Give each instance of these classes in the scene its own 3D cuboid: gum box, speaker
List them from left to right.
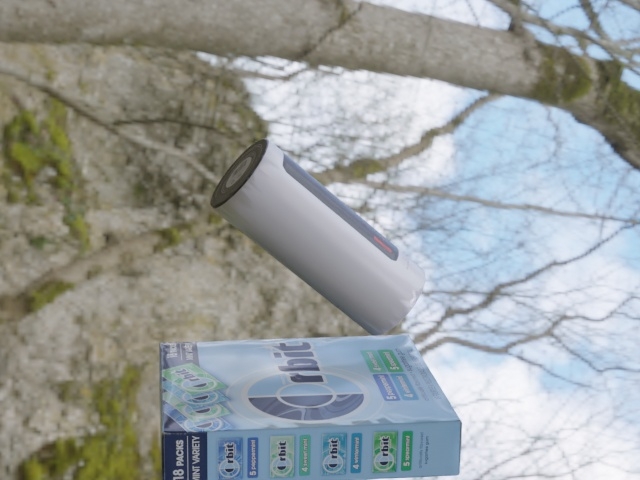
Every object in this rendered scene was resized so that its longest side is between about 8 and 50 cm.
[{"bbox_3d":[-0.015,0.109,0.789,0.157,0.184,0.041,-116,-154,-72],"label":"gum box"},{"bbox_3d":[0.000,0.000,0.731,0.055,0.136,0.055,-44,-161,20],"label":"speaker"}]
